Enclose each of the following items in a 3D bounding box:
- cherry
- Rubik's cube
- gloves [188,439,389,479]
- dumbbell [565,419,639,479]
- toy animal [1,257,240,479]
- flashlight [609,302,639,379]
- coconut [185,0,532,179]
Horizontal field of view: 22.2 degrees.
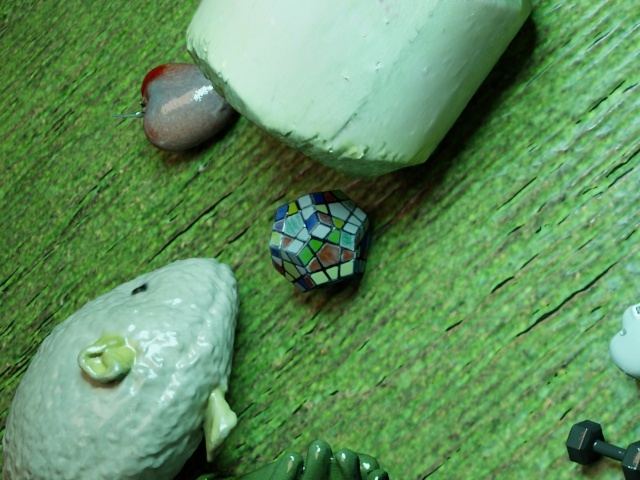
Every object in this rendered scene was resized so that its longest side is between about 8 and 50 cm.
[{"bbox_3d":[-0.155,-0.151,1.867,0.126,0.087,0.106,11,70,22],"label":"cherry"},{"bbox_3d":[0.000,0.000,1.669,0.093,0.111,0.111,-59,40,40],"label":"Rubik's cube"},{"bbox_3d":[-0.033,0.251,1.571,0.268,0.135,0.107,-24,98,48],"label":"gloves"},{"bbox_3d":[0.255,0.184,1.421,0.083,0.036,0.040,16,79,42],"label":"dumbbell"},{"bbox_3d":[-0.215,0.172,1.688,0.358,0.188,0.226,-53,19,7],"label":"toy animal"},{"bbox_3d":[0.312,0.140,1.391,0.093,0.047,0.200,-27,58,20],"label":"flashlight"},{"bbox_3d":[0.046,-0.245,1.616,0.309,0.297,0.297,-56,47,14],"label":"coconut"}]
